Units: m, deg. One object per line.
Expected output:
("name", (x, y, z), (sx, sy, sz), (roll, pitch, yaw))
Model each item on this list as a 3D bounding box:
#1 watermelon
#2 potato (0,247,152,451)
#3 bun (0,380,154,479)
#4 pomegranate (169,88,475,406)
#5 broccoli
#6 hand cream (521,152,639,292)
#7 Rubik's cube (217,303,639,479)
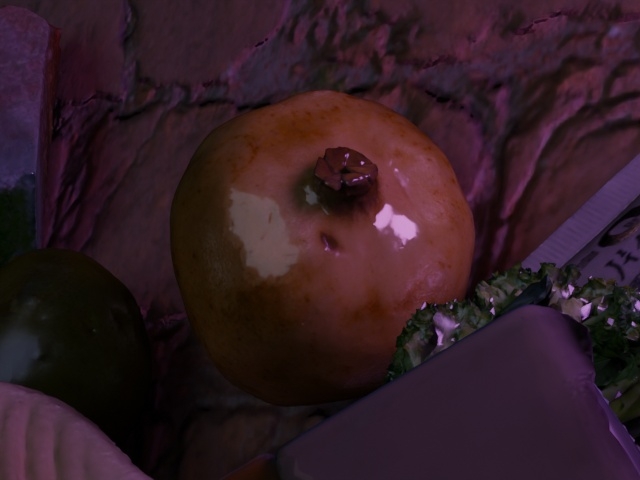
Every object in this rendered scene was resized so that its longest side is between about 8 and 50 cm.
("watermelon", (-0.337, -0.076, 1.358), (0.151, 0.264, 0.302), (102, 173, -64))
("potato", (-0.211, 0.109, 1.232), (0.253, 0.148, 0.186), (-30, 24, 43))
("bun", (-0.230, 0.248, 1.007), (0.349, 0.352, 0.227), (-111, 22, -51))
("pomegranate", (0.000, 0.000, 1.023), (0.196, 0.196, 0.196), (-24, 54, 38))
("broccoli", (0.106, 0.101, 0.809), (0.195, 0.156, 0.195), (3, 101, 16))
("hand cream", (0.220, 0.038, 0.846), (0.140, 0.089, 0.314), (-43, 34, -12))
("Rubik's cube", (0.055, 0.298, 0.617), (0.344, 0.346, 0.347), (-31, 45, 9))
